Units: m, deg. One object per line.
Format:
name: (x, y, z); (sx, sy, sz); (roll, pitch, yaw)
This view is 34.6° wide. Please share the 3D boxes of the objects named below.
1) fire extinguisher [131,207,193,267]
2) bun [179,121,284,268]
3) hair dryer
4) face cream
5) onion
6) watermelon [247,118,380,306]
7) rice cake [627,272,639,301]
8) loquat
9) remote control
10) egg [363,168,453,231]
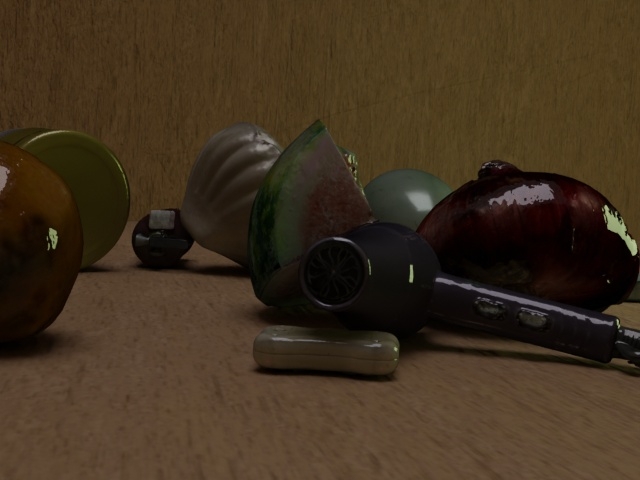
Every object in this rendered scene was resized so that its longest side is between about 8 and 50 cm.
fire extinguisher: (-0.262, -0.006, 1.755); (0.104, 0.105, 0.269); (3, 3, -3)
bun: (-0.140, -0.049, 1.677); (0.175, 0.263, 0.263); (-27, 15, -21)
hair dryer: (0.164, 0.062, 0.949); (0.361, 0.121, 0.301); (12, -1, 15)
face cream: (-0.433, -0.067, 1.610); (0.218, 0.218, 0.179); (0, 5, -37)
onion: (0.235, -0.005, 1.201); (0.272, 0.195, 0.272); (2, -18, 1)
watermelon: (0.012, -0.010, 1.237); (0.180, 0.224, 0.305); (23, -7, 16)
rice cake: (0.518, 0.072, 1.560); (0.226, 0.040, 0.085); (3, 3, -4)
loquat: (-0.300, 0.002, 0.919); (0.187, 0.176, 0.234); (45, 0, -20)
remote control: (0.006, 0.093, 0.868); (0.122, 0.032, 0.074); (3, 4, 6)
egg: (0.148, -0.025, 1.692); (0.182, 0.183, 0.264); (2, 10, -13)
